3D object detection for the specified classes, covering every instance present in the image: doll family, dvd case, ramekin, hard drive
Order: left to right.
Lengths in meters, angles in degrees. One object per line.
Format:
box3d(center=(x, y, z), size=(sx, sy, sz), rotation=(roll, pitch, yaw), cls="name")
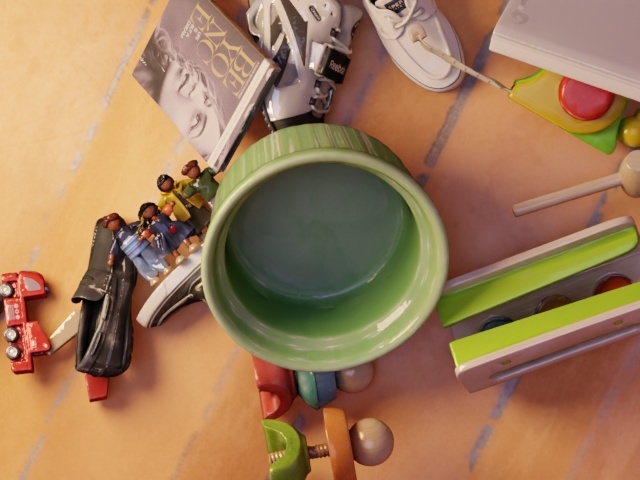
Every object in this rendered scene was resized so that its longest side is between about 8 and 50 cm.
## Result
box3d(center=(-0.205, -0.030, 1.853), size=(0.193, 0.076, 0.111), rotation=(-44, 96, -19), cls="doll family")
box3d(center=(-0.154, -0.219, 1.813), size=(0.221, 0.018, 0.164), rotation=(48, 119, 31), cls="dvd case")
box3d(center=(0.000, 0.000, 1.746), size=(0.304, 0.148, 0.303), rotation=(-3, 117, -5), cls="ramekin")
box3d(center=(0.386, -0.256, 1.701), size=(0.308, 0.040, 0.203), rotation=(21, 53, 12), cls="hard drive")

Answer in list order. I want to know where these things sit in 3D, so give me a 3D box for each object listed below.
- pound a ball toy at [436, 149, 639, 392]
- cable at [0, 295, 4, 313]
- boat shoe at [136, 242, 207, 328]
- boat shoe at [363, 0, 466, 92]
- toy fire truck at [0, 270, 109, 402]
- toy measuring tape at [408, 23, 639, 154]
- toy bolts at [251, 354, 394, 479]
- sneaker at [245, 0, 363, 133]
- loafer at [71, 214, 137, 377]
box3d(center=(0.305, 0.045, 1.770), size=(0.319, 0.136, 0.208), rotation=(-22, 63, 11), cls="pound a ball toy")
box3d(center=(-0.542, 0.033, 1.938), size=(0.139, 0.072, 0.287), rotation=(-27, 87, 5), cls="cable")
box3d(center=(-0.153, 0.051, 1.864), size=(0.219, 0.078, 0.070), rotation=(-43, 85, 7), cls="boat shoe")
box3d(center=(0.098, -0.303, 1.799), size=(0.095, 0.084, 0.258), rotation=(-36, 86, 10), cls="boat shoe")
box3d(center=(-0.365, 0.131, 1.913), size=(0.135, 0.047, 0.192), rotation=(-7, 79, -9), cls="toy fire truck")
box3d(center=(0.276, -0.221, 1.744), size=(0.330, 0.121, 0.121), rotation=(30, 97, -1), cls="toy measuring tape")
box3d(center=(0.007, 0.247, 1.812), size=(0.159, 0.218, 0.228), rotation=(-10, 51, -2), cls="toy bolts")
box3d(center=(-0.011, -0.245, 1.802), size=(0.146, 0.122, 0.330), rotation=(-10, 91, 13), cls="sneaker")
box3d(center=(-0.294, 0.072, 1.870), size=(0.076, 0.078, 0.223), rotation=(-14, 72, 49), cls="loafer")
